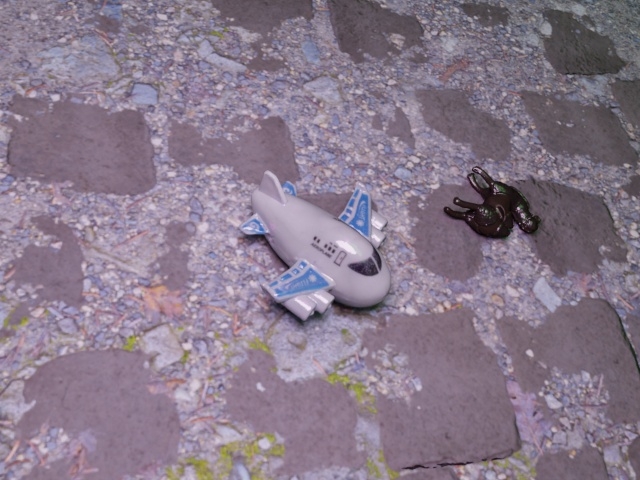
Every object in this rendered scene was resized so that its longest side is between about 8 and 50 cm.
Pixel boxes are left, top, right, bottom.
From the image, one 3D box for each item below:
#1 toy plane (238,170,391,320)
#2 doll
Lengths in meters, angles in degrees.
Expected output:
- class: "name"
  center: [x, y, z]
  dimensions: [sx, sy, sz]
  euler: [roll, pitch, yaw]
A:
- class: "toy plane"
  center: [-0.001, 0.003, 1.094]
  dimensions: [0.266, 0.123, 0.267]
  euler: [8, 59, -14]
- class: "doll"
  center: [0.320, -0.058, 1.266]
  dimensions: [0.165, 0.057, 0.139]
  euler: [35, 53, 1]
